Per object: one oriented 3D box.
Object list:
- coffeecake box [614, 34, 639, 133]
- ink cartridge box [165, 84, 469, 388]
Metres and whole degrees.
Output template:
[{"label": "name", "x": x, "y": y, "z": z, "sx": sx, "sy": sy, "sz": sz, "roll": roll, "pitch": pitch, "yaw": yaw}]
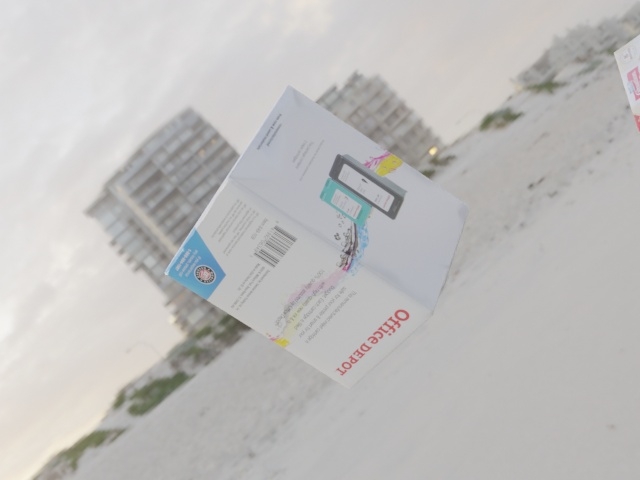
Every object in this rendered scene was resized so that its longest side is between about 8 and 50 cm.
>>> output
[{"label": "coffeecake box", "x": 0.477, "y": -0.225, "z": 1.240, "sx": 0.068, "sy": 0.142, "sz": 0.185, "roll": 22, "pitch": -42, "yaw": -34}, {"label": "ink cartridge box", "x": 0.000, "y": 0.000, "z": 1.181, "sx": 0.198, "sy": 0.270, "sz": 0.197, "roll": -50, "pitch": 10, "yaw": 44}]
